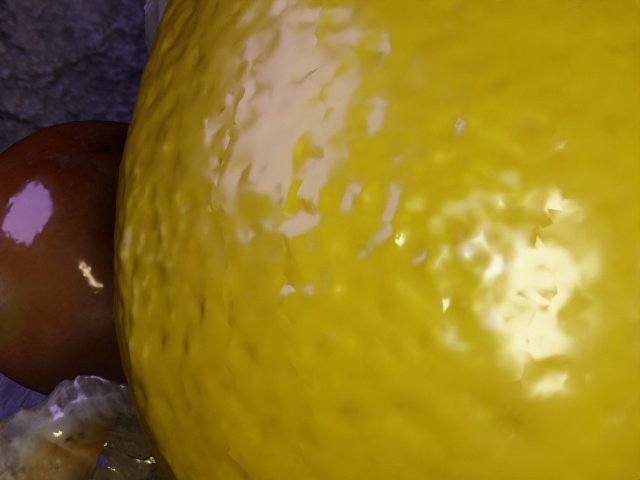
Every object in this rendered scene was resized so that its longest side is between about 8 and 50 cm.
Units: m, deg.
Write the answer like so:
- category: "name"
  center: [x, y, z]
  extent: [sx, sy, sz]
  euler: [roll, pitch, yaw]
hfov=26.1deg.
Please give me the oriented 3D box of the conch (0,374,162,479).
- category: "conch"
  center: [-0.127, 0.178, 0.791]
  extent: [0.245, 0.163, 0.178]
  euler: [55, 129, 43]

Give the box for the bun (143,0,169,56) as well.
- category: "bun"
  center: [-0.021, -0.239, 1.184]
  extent: [0.365, 0.219, 0.365]
  euler: [-46, 25, 30]

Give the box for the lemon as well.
- category: "lemon"
  center: [0.052, -0.010, 0.462]
  extent: [0.245, 0.245, 0.320]
  euler: [-32, 48, 53]

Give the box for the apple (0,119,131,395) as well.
- category: "apple"
  center: [-0.188, 0.012, 1.177]
  extent: [0.253, 0.253, 0.253]
  euler: [-48, 17, 19]
